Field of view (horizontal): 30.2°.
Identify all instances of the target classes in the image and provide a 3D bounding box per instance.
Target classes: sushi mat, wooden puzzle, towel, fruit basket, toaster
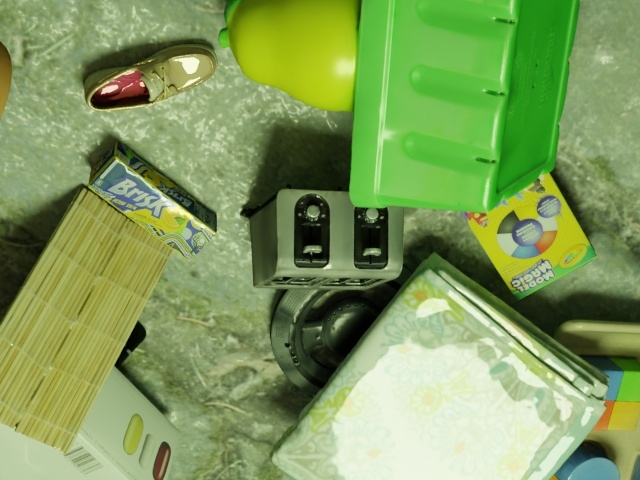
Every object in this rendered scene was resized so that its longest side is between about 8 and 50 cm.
[{"bbox_3d":[-0.311,0.097,1.490,0.151,0.317,0.019,35,154,-21],"label":"sushi mat"},{"bbox_3d":[0.457,0.281,1.720,0.322,0.080,0.348,4,113,-20],"label":"wooden puzzle"},{"bbox_3d":[0.165,0.247,1.617,0.320,0.090,0.374,37,100,-3],"label":"towel"},{"bbox_3d":[0.088,-0.232,1.385,0.392,0.283,0.392,19,122,33],"label":"fruit basket"},{"bbox_3d":[0.000,0.000,1.504,0.168,0.185,0.110,3,80,-17],"label":"toaster"}]

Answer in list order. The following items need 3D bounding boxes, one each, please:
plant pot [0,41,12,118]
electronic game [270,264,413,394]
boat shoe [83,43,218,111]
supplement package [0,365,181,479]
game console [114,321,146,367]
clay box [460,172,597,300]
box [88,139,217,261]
[{"bbox_3d":[-0.483,-0.176,1.318,0.203,0.291,0.291,27,114,-38],"label":"plant pot"},{"bbox_3d":[0.043,0.120,1.650,0.229,0.048,0.229,-6,116,-11],"label":"electronic game"},{"bbox_3d":[-0.206,-0.191,1.445,0.170,0.059,0.063,-17,119,4],"label":"boat shoe"},{"bbox_3d":[-0.357,0.264,1.609,0.204,0.145,0.262,-26,120,25],"label":"supplement package"},{"bbox_3d":[-0.322,0.121,1.633,0.107,0.071,0.122,-48,118,-14],"label":"game console"},{"bbox_3d":[0.279,-0.016,1.598,0.127,0.053,0.222,-31,117,11],"label":"clay box"},{"bbox_3d":[-0.214,-0.050,1.525,0.169,0.054,0.059,39,108,-23],"label":"box"}]
